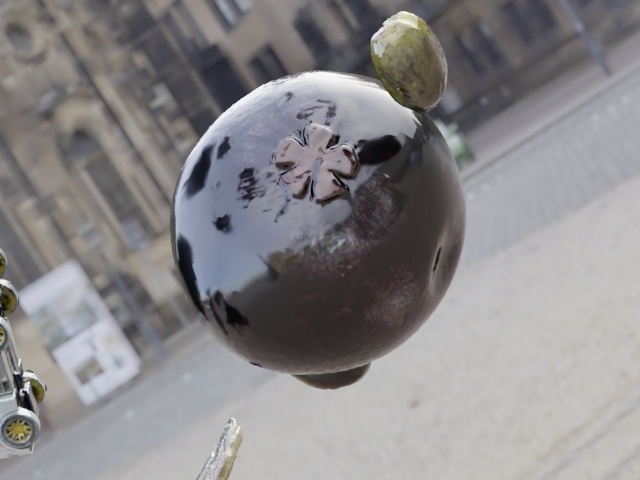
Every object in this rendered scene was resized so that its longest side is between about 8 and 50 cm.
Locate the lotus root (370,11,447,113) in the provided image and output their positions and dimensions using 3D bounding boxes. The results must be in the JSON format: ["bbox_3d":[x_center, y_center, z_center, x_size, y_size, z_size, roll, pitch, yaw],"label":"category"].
[{"bbox_3d":[0.074,-0.137,1.451,0.049,0.099,0.054,16,57,38],"label":"lotus root"}]

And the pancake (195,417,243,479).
[{"bbox_3d":[-0.127,0.274,2.095,0.158,0.028,0.158,-61,6,11],"label":"pancake"}]

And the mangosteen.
[{"bbox_3d":[0.000,0.000,1.625,0.275,0.275,0.302,-33,-25,-11],"label":"mangosteen"}]

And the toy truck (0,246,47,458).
[{"bbox_3d":[-0.338,0.099,1.723,0.114,0.227,0.098,-13,23,1],"label":"toy truck"}]
